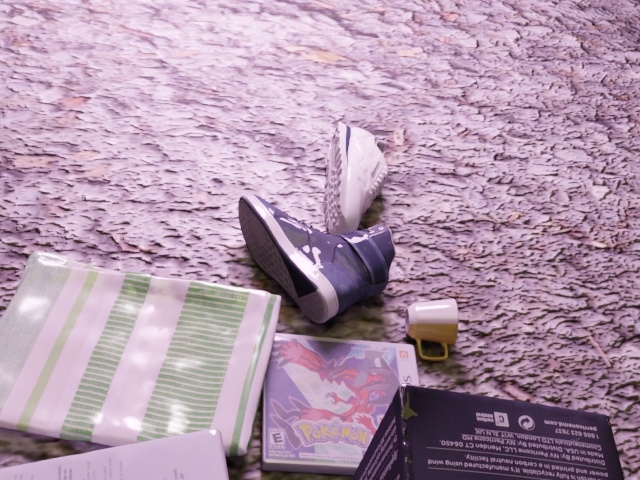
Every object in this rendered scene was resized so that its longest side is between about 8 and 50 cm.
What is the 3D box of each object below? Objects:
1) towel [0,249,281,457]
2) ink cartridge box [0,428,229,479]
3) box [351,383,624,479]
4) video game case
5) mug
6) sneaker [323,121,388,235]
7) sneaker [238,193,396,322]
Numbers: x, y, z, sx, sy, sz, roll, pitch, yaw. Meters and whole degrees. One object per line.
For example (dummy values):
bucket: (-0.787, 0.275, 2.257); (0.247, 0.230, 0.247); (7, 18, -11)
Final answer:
towel: (-0.222, 0.129, 0.941); (0.325, 0.038, 0.248); (10, 46, 0)
ink cartridge box: (-0.226, 0.343, 0.698); (0.330, 0.071, 0.324); (-10, 44, -8)
box: (0.105, 0.345, 0.627); (0.179, 0.343, 0.312); (10, 46, -7)
video game case: (0.028, 0.197, 0.971); (0.201, 0.023, 0.183); (6, 46, -10)
mug: (0.147, 0.113, 1.062); (0.064, 0.062, 0.078); (2, 40, -3)
sneaker: (0.059, -0.093, 1.220); (0.095, 0.090, 0.235); (17, 46, -12)
sneaker: (0.000, 0.002, 1.104); (0.163, 0.086, 0.226); (-24, 59, -31)
